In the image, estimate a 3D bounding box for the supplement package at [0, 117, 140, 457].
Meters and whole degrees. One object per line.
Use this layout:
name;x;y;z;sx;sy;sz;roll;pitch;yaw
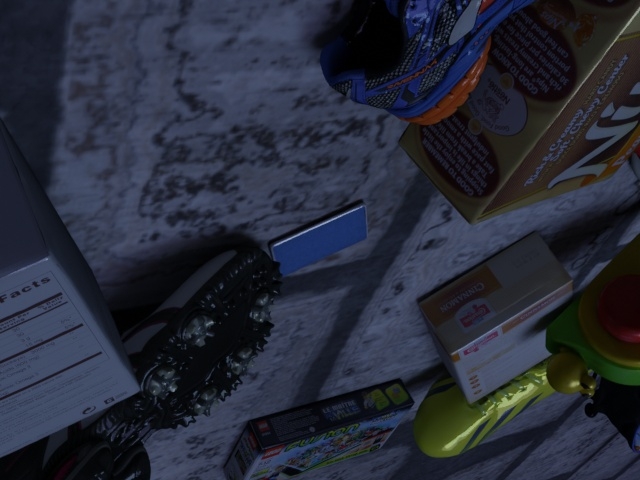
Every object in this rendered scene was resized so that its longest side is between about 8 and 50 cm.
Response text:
supplement package;-0.185;0.033;0.503;0.105;0.105;0.179;-24;150;-10

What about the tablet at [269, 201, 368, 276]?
tablet;0.000;0.000;0.718;0.083;0.006;0.054;-24;150;-9

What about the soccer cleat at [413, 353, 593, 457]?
soccer cleat;0.235;0.160;1.071;0.289;0.093;0.121;-28;170;-16

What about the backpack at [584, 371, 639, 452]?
backpack;0.539;0.173;1.280;0.263;0.213;0.277;-32;149;-17

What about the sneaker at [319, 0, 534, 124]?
sneaker;0.069;-0.148;0.481;0.087;0.083;0.221;-3;139;-31

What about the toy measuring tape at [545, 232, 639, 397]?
toy measuring tape;0.361;0.047;0.920;0.330;0.121;0.121;-42;153;-12

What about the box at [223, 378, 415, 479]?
box;-0.001;0.226;1.035;0.206;0.036;0.114;-10;145;-31

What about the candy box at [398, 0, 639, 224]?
candy box;0.199;-0.158;0.545;0.182;0.088;0.316;-16;150;-42

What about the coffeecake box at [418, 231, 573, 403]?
coffeecake box;0.194;0.089;0.964;0.142;0.068;0.185;-31;151;-1

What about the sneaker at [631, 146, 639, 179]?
sneaker;0.325;-0.081;0.767;0.107;0.118;0.279;-40;149;16

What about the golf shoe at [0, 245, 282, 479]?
golf shoe;-0.142;0.101;0.664;0.273;0.120;0.105;-51;145;-8
